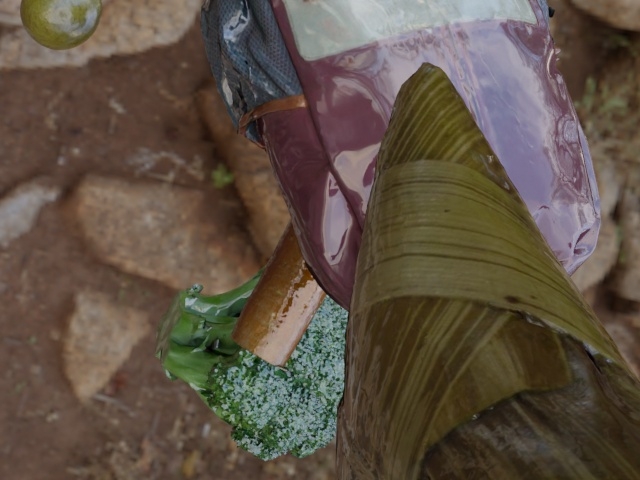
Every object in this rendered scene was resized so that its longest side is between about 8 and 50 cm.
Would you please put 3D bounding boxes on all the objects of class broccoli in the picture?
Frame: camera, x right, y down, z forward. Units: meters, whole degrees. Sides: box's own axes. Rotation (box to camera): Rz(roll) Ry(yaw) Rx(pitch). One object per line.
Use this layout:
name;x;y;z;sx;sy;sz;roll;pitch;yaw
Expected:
broccoli;-0.062;0.120;1.552;0.294;0.245;0.265;-171;-88;-80

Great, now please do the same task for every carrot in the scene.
carrot;0.000;0.000;1.157;0.225;0.067;0.067;-61;160;-5

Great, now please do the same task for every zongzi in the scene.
zongzi;0.083;0.046;0.560;0.286;0.134;0.288;165;-75;-74

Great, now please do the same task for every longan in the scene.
longan;-0.222;-0.201;1.134;0.083;0.075;0.075;55;43;-27

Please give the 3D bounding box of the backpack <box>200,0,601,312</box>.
backpack;0.077;-0.082;1.049;0.197;0.283;0.317;138;-65;-69
